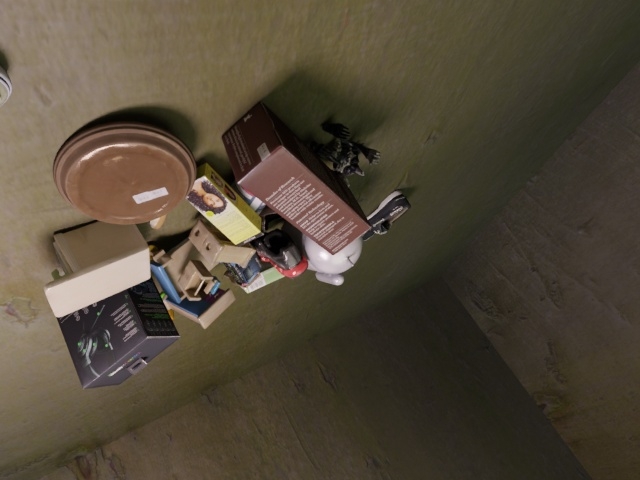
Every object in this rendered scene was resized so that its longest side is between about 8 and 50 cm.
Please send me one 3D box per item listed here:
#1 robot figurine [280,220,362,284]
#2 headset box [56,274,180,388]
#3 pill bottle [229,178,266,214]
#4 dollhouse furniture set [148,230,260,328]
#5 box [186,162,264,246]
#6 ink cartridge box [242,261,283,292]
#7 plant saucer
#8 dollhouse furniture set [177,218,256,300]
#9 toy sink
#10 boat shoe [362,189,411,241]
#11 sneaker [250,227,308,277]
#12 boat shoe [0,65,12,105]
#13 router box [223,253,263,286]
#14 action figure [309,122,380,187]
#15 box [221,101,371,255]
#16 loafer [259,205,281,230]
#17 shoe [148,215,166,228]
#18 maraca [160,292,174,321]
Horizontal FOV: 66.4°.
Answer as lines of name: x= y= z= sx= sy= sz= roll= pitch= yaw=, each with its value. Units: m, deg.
robot figurine: x=0.000 y=0.000 z=1.585 sx=0.200 sy=0.299 sz=0.353 roll=-25 pitch=-163 yaw=-27
headset box: x=-0.547 y=0.224 z=1.313 sx=0.246 sy=0.283 sz=0.131 roll=-39 pitch=158 yaw=12
pill bottle: x=-0.205 y=-0.107 z=1.316 sx=0.108 sy=0.108 sz=0.180 roll=-7 pitch=147 yaw=-48
dollhouse furniture set: x=-0.387 y=0.060 z=1.486 sx=0.286 sy=0.198 sz=0.303 roll=-46 pitch=135 yaw=-32
box: x=-0.242 y=-0.083 z=1.220 sx=0.087 sy=0.058 sz=0.232 roll=-27 pitch=132 yaw=20
ink cartridge box: x=-0.223 y=0.105 z=1.732 sx=0.171 sy=0.056 sz=0.235 roll=-25 pitch=-161 yaw=-20
plant saucer: x=-0.394 y=-0.124 z=1.009 sx=0.278 sy=0.041 sz=0.277 roll=-15 pitch=145 yaw=-11
dollhouse furniture set: x=-0.301 y=0.055 z=1.353 sx=0.129 sy=0.129 sz=0.183 roll=9 pitch=120 yaw=-53
toy sink: x=-0.543 y=0.053 z=1.159 sx=0.234 sy=0.131 sz=0.152 roll=-26 pitch=158 yaw=-29
boat shoe: x=0.257 y=-0.079 z=2.047 sx=0.114 sy=0.091 sz=0.302 roll=-12 pitch=150 yaw=-43
sneaker: x=-0.154 y=0.013 z=1.506 sx=0.098 sy=0.276 sz=0.135 roll=-42 pitch=133 yaw=-23
boat shoe: x=-0.584 y=-0.162 z=0.683 sx=0.302 sy=0.094 sz=0.109 roll=-27 pitch=158 yaw=-15
router box: x=-0.236 y=0.069 z=1.486 sx=0.092 sy=0.038 sz=0.122 roll=-51 pitch=138 yaw=-28
action figure: x=0.076 y=-0.228 z=1.412 sx=0.164 sy=0.141 sz=0.276 roll=-48 pitch=155 yaw=7
box: x=-0.050 y=-0.136 z=1.193 sx=0.143 sy=0.191 sz=0.381 roll=-37 pitch=137 yaw=13
loafer: x=-0.194 y=-0.060 z=1.472 sx=0.220 sy=0.078 sz=0.080 roll=-32 pitch=159 yaw=-3
shoe: x=-0.375 y=-0.110 z=1.149 sx=0.058 sy=0.076 sz=0.219 roll=20 pitch=133 yaw=-19
maraca: x=-0.544 y=0.255 z=1.648 sx=0.185 sy=0.099 sz=0.127 roll=-66 pitch=161 yaw=12
